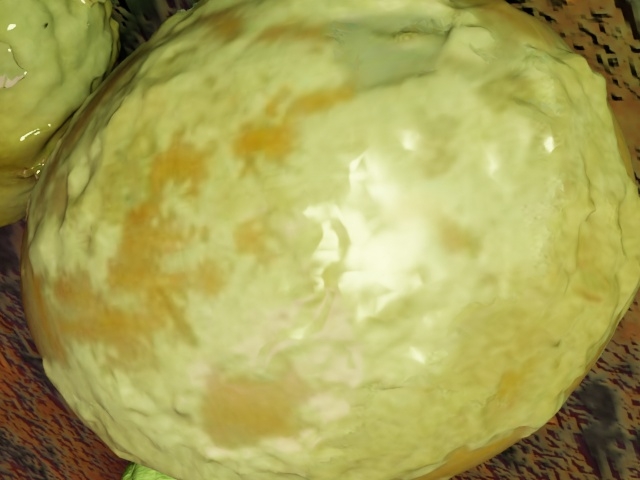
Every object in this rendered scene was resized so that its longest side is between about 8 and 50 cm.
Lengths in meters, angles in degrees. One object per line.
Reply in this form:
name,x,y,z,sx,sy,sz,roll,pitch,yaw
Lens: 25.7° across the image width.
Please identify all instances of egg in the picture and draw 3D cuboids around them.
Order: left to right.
egg,0.000,0.000,0.503,0.233,0.195,0.195,-14,125,28

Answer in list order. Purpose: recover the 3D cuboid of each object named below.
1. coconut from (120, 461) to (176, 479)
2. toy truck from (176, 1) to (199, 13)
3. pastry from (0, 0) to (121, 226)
coconut,-0.068,0.152,0.801,0.096,0.088,0.088,3,137,8
toy truck,-0.050,-0.062,0.599,0.032,0.024,0.083,39,146,28
pastry,-0.208,-0.095,0.591,0.257,0.121,0.236,-14,124,44
